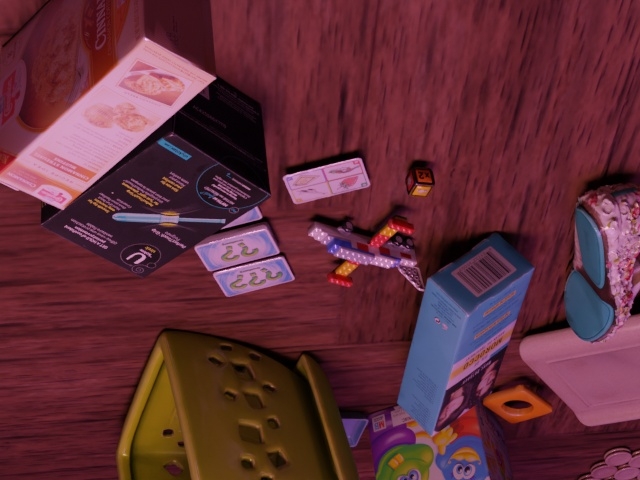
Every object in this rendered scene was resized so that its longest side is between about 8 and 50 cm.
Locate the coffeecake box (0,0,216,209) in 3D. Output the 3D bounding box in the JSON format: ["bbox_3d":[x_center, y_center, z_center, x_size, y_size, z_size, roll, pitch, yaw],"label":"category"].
[{"bbox_3d":[-0.166,-0.135,1.008,0.068,0.142,0.185,27,131,-37],"label":"coffeecake box"}]

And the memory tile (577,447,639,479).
[{"bbox_3d":[0.437,0.318,1.830,0.148,0.012,0.113,8,140,-19],"label":"memory tile"}]

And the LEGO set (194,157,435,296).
[{"bbox_3d":[0.000,0.000,1.293,0.244,0.060,0.182,-14,147,7],"label":"LEGO set"}]

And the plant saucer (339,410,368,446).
[{"bbox_3d":[-0.042,0.226,1.614,0.192,0.018,0.067,3,141,-15],"label":"plant saucer"}]

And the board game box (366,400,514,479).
[{"bbox_3d":[0.159,0.336,1.583,0.142,0.275,0.144,-20,141,15],"label":"board game box"}]

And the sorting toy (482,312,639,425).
[{"bbox_3d":[0.347,0.141,1.539,0.347,0.047,0.196,-14,140,28],"label":"sorting toy"}]

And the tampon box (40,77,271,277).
[{"bbox_3d":[-0.143,-0.064,1.141,0.161,0.101,0.120,-31,137,29],"label":"tampon box"}]

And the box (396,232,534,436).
[{"bbox_3d":[0.151,0.105,1.419,0.100,0.060,0.244,-32,152,-26],"label":"box"}]

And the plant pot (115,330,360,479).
[{"bbox_3d":[-0.088,0.254,1.463,0.207,0.228,0.227,5,133,-24],"label":"plant pot"}]

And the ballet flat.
[{"bbox_3d":[0.302,0.026,1.366,0.077,0.091,0.241,-27,149,-12],"label":"ballet flat"}]
